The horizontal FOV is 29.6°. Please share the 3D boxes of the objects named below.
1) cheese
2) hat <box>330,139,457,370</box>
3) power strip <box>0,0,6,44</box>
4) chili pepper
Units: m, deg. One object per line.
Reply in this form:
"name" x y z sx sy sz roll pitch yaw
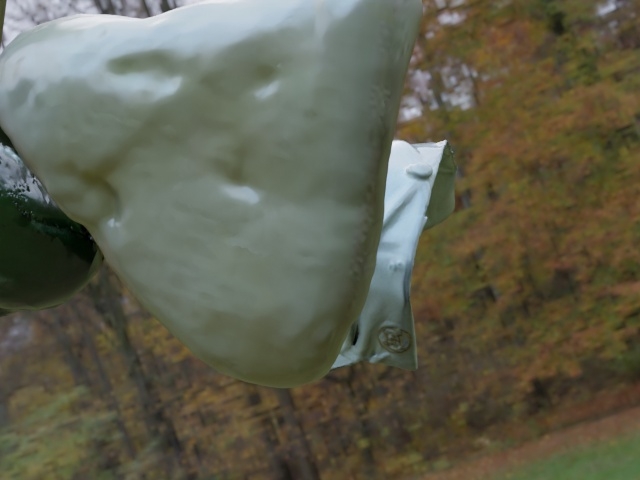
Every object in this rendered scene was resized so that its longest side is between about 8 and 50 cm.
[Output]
"cheese" -0.065 -0.034 0.740 0.251 0.247 0.173 -3 11 -1
"hat" 0.007 0.004 1.274 0.301 0.168 0.258 -13 35 27
"power strip" -0.262 -0.144 0.819 0.066 0.092 0.387 -60 -12 -60
"chili pepper" -0.356 -0.034 1.225 0.249 0.233 0.257 -5 -19 38
